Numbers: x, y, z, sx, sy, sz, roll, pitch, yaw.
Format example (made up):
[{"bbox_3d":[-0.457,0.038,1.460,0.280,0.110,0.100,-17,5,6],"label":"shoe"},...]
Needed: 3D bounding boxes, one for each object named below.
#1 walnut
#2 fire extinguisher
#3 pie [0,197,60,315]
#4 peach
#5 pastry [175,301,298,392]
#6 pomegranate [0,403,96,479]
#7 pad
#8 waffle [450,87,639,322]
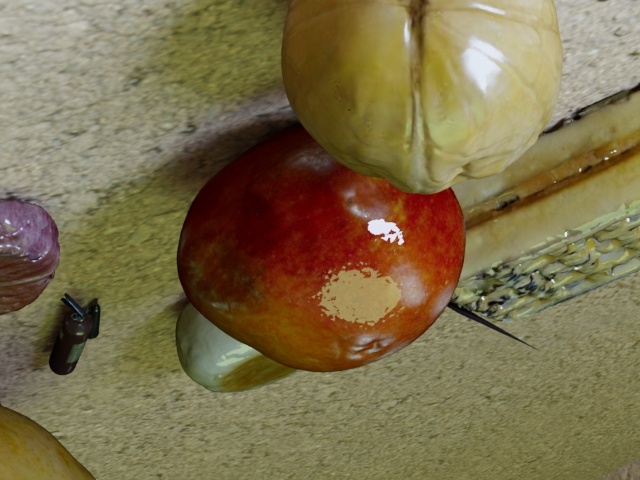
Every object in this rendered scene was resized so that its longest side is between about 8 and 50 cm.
[{"bbox_3d":[0.071,-0.124,1.208,0.193,0.193,0.225,-22,164,10],"label":"walnut"},{"bbox_3d":[-0.236,0.091,1.736,0.049,0.035,0.173,-8,162,-18],"label":"fire extinguisher"},{"bbox_3d":[-0.319,0.028,1.456,0.218,0.054,0.204,-19,160,2],"label":"pie"},{"bbox_3d":[0.000,0.000,1.448,0.243,0.200,0.243,-3,153,-1],"label":"peach"},{"bbox_3d":[-0.072,0.094,1.806,0.156,0.092,0.156,-18,164,-5],"label":"pastry"},{"bbox_3d":[-0.396,0.318,1.732,0.416,0.417,0.417,-16,161,-6],"label":"pomegranate"},{"bbox_3d":[0.134,0.067,1.798,0.113,0.006,0.188,26,-178,-31],"label":"pad"},{"bbox_3d":[0.287,-0.043,1.726,0.376,0.114,0.261,-25,162,19],"label":"waffle"}]
